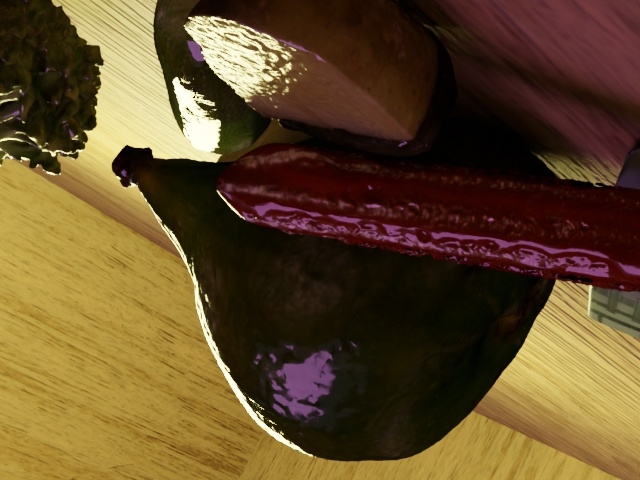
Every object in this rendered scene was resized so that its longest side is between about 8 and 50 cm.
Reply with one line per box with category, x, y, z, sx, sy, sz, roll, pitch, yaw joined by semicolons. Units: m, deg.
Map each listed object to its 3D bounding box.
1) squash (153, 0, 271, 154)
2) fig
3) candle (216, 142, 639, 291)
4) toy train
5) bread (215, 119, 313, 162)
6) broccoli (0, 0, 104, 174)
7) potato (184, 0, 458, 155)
squash;-0.054;-0.095;0.760;0.069;0.069;0.239;28;171;2
fig;0.000;0.000;0.768;0.235;0.203;0.203;34;177;25
candle;0.104;-0.005;0.596;0.329;0.048;0.051;9;148;22
toy train;0.168;0.007;0.715;0.052;0.051;0.234;22;172;14
bread;0.003;-0.008;0.920;0.148;0.134;0.141;41;169;-20
broccoli;-0.243;-0.100;0.883;0.180;0.273;0.242;-15;151;28
potato;-0.001;-0.091;0.593;0.096;0.066;0.103;13;163;33
